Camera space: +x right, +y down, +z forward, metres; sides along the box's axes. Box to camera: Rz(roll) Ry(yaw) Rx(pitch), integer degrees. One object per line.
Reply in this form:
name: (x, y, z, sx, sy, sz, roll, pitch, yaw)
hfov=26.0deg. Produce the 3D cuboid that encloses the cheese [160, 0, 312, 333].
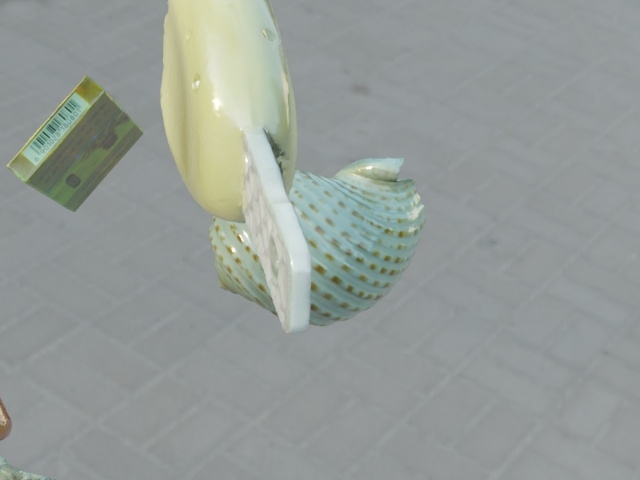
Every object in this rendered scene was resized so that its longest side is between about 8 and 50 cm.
cheese: (-0.034, -0.046, 0.636, 0.050, 0.127, 0.255, -4, 31, -13)

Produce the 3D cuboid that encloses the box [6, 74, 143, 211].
box: (-0.251, -0.097, 1.446, 0.030, 0.121, 0.193, 41, -3, 8)

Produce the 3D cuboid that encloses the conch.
conch: (-0.005, 0.008, 1.239, 0.172, 0.200, 0.131, 49, 40, -25)

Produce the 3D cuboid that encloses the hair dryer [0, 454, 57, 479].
hair dryer: (-0.289, 0.204, 1.190, 0.267, 0.229, 0.092, 19, 72, 26)

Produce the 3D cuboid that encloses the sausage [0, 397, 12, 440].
sausage: (-0.239, 0.040, 0.829, 0.043, 0.043, 0.186, -23, 83, -42)
